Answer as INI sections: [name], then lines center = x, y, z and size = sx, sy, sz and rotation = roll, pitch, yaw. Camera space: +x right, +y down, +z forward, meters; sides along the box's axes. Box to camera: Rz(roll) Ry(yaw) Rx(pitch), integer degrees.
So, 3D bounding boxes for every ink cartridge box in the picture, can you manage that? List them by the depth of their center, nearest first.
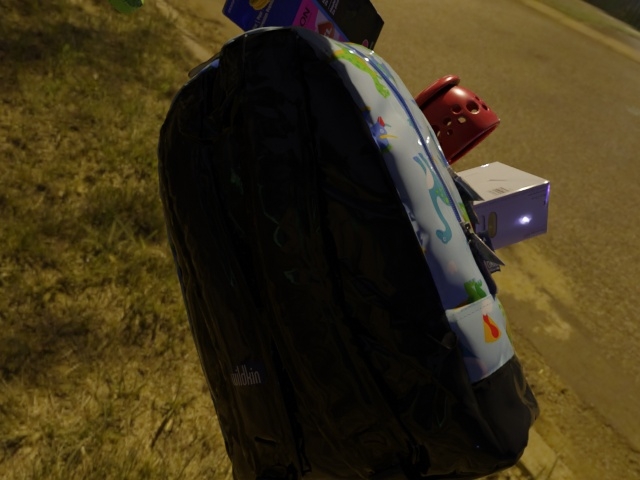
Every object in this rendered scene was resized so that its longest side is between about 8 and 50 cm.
[ink cartridge box]
center = -0.008, -0.358, 0.949
size = 0.069, 0.176, 0.371
rotation = 25, 4, 26

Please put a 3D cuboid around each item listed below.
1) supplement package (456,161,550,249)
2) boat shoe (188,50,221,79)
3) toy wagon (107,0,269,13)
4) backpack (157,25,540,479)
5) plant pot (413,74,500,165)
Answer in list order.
[supplement package]
center = 0.413, -0.082, 1.510
size = 0.261, 0.145, 0.204
rotation = -17, 28, -18
[boat shoe]
center = -0.265, -0.444, 1.509
size = 0.049, 0.152, 0.056
rotation = 60, 10, -3
[toy wagon]
center = -0.157, -0.355, 0.645
size = 0.344, 0.267, 0.068
rotation = 4, 65, -59
[backpack]
center = 0.000, 0.000, 0.511
size = 0.273, 0.290, 0.356
rotation = -35, 98, -53
[plant pot]
center = 0.306, -0.288, 1.421
size = 0.174, 0.191, 0.191
rotation = 53, 40, 5
